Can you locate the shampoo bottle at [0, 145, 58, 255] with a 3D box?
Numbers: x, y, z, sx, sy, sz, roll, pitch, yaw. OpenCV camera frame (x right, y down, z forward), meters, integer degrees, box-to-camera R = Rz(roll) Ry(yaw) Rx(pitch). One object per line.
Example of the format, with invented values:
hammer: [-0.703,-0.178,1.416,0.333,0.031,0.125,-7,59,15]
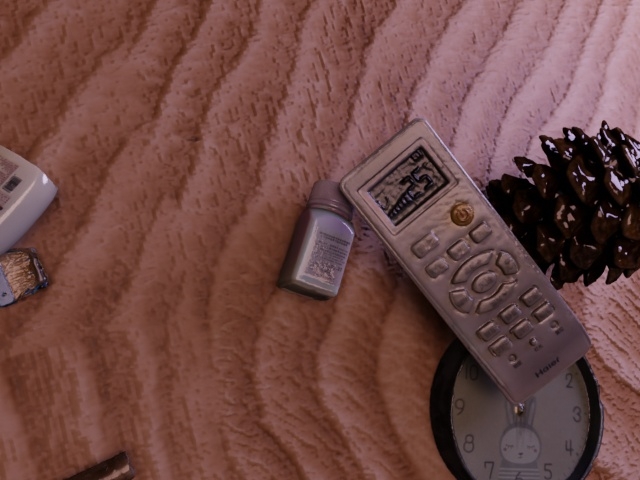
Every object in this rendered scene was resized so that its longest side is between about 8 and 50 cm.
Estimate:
shampoo bottle: [-0.310,-0.009,0.440,0.077,0.045,0.152,28,69,6]

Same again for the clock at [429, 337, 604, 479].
clock: [0.232,0.197,0.578,0.214,0.042,0.215,3,80,-16]

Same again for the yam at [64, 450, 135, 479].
yam: [-0.239,0.233,0.438,0.145,0.032,0.032,-21,88,-18]

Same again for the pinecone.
pinecone: [0.285,-0.029,0.563,0.184,0.204,0.179,48,28,-2]

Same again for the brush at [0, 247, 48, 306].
brush: [-0.336,0.054,0.447,0.164,0.014,0.051,-25,88,-18]

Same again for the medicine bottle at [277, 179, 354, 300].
medicine bottle: [0.000,0.000,0.523,0.054,0.074,0.118,20,74,-12]

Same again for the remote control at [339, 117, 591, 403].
remote control: [0.154,0.027,0.524,0.109,0.055,0.313,-39,96,4]
